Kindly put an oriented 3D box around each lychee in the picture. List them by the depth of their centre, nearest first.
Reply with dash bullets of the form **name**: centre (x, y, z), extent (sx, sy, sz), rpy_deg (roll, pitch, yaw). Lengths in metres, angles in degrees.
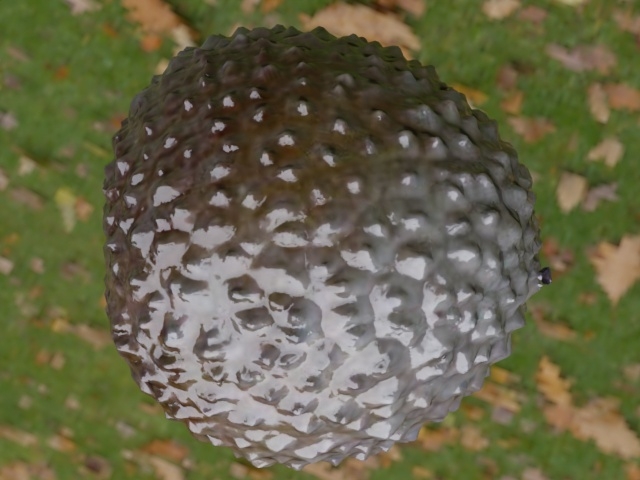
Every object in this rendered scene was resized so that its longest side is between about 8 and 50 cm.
- **lychee**: centre (-0.003, -0.005, 1.112), extent (0.300, 0.300, 0.300), rpy_deg (17, 149, 11)
